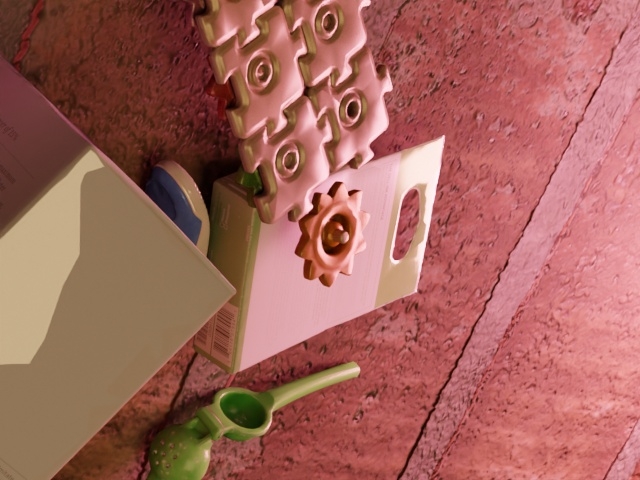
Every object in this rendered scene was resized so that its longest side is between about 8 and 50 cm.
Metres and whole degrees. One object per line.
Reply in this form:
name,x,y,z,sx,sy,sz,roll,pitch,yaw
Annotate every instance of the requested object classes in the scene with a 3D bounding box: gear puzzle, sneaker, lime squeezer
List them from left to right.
sneaker,-0.137,0.012,1.488,0.084,0.058,0.152,-31,142,-32
lime squeezer,-0.087,0.185,1.657,0.310,0.059,0.110,-37,136,-15
gear puzzle,-0.020,-0.115,1.456,0.175,0.044,0.339,-41,129,-34

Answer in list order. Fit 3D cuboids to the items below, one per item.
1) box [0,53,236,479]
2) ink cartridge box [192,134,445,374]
box,-0.266,0.067,1.280,0.345,0.215,0.168,-45,126,-3
ink cartridge box,0.000,0.000,1.601,0.235,0.056,0.171,-24,133,-42
